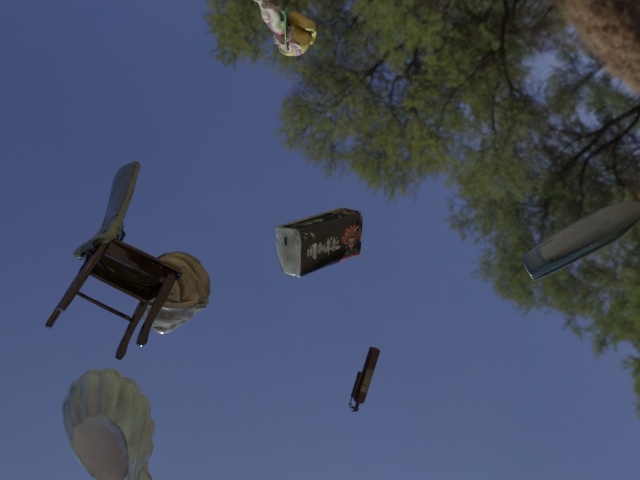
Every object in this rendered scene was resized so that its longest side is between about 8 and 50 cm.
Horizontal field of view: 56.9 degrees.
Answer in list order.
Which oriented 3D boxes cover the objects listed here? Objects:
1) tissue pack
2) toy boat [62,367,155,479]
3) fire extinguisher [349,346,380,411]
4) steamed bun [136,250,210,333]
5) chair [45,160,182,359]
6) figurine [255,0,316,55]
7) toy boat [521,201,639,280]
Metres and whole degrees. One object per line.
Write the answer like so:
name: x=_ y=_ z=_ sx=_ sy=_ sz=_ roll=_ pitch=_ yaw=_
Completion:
tissue pack: x=-0.001 y=0.001 z=1.180 sx=0.170 sy=0.103 sz=0.090 roll=-18 pitch=-155 yaw=-36
toy boat: x=-0.467 y=0.430 z=1.294 sx=0.100 sy=0.199 sz=0.291 roll=-94 pitch=-15 yaw=-82
fire extinguisher: x=0.104 y=0.346 z=1.450 sx=0.035 sy=0.173 sz=0.049 roll=17 pitch=-179 yaw=18
steamed bun: x=-0.422 y=0.125 z=1.649 sx=0.218 sy=0.144 sz=0.211 roll=-30 pitch=-108 yaw=-15
chair: x=-0.363 y=0.035 z=1.110 sx=0.186 sy=0.160 sz=0.319 roll=31 pitch=-125 yaw=-21
figurine: x=-0.060 y=-0.383 z=1.043 sx=0.083 sy=0.083 sz=0.187 roll=57 pitch=-168 yaw=19
toy boat: x=0.549 y=-0.002 z=1.235 sx=0.085 sy=0.260 sz=0.078 roll=30 pitch=-147 yaw=-48
